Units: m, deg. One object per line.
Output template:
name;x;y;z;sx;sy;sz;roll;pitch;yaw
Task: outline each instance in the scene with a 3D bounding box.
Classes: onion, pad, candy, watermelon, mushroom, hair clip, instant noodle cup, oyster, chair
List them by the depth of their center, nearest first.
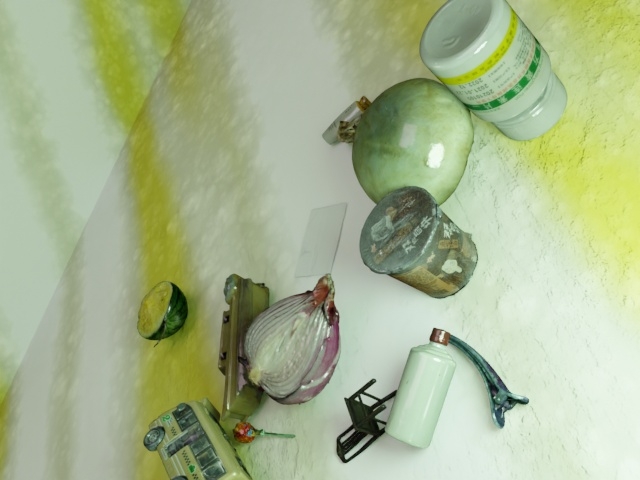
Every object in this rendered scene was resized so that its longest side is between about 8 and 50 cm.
hair clip;0.330;0.267;1.420;0.083;0.048;0.275;-52;33;14
chair;0.083;0.415;1.536;0.212;0.101;0.084;-42;41;19
instant noodle cup;0.234;0.016;1.551;0.217;0.207;0.218;-27;47;33
mushroom;0.231;-0.229;1.679;0.352;0.260;0.352;-26;54;42
onion;-0.028;0.249;1.722;0.349;0.159;0.267;-49;51;14
candy;-0.147;0.507;1.778;0.201;0.060;0.061;-8;59;35
oyster;0.129;-0.330;1.931;0.166;0.094;0.294;-34;9;3
pad;0.000;0.000;1.981;0.156;0.004;0.232;-9;59;44
watermelon;-0.519;0.247;2.285;0.232;0.127;0.204;20;80;53

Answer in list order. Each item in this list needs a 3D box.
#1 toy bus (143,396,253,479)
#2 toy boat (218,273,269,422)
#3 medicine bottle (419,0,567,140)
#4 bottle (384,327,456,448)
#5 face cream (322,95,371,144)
toy bus;-0.310;0.581;1.769;0.202;0.177;0.365;-36;36;-11
toy boat;-0.231;0.298;1.938;0.162;0.136;0.446;-32;46;37
medicine bottle;0.399;-0.381;1.525;0.208;0.339;0.208;-27;47;34
bottle;0.219;0.304;1.435;0.104;0.104;0.245;16;86;51
face cream;0.082;-0.371;2.100;0.182;0.051;0.072;-40;38;21
